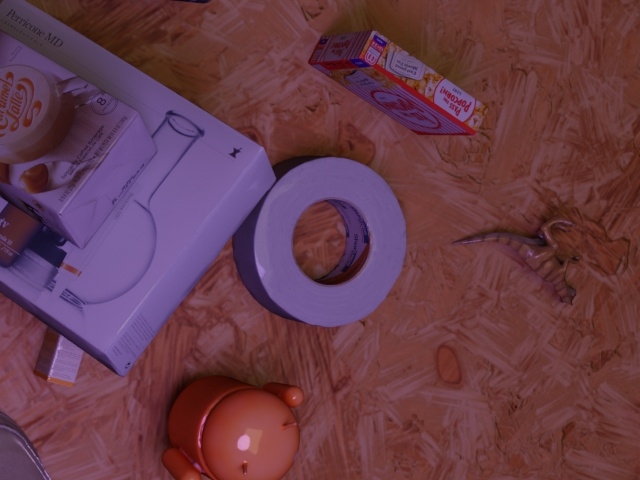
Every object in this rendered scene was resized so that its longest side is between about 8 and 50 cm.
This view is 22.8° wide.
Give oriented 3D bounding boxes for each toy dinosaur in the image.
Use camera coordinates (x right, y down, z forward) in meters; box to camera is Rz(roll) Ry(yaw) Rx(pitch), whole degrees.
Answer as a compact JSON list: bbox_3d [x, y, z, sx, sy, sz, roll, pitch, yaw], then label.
[{"bbox_3d":[0.299,0.015,2.197,0.211,0.064,0.112,35,80,-23],"label":"toy dinosaur"}]

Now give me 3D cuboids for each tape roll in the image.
[{"bbox_3d":[0.000,0.000,2.046,0.219,0.072,0.219,-2,94,-25],"label":"tape roll"}]

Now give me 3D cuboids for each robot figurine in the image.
[{"bbox_3d":[-0.107,0.235,1.929,0.158,0.219,0.128,3,92,-27],"label":"robot figurine"}]

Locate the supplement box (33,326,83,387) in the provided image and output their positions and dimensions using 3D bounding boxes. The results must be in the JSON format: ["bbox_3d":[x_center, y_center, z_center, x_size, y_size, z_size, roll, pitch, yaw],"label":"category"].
[{"bbox_3d":[-0.308,0.122,1.911,0.036,0.062,0.098,18,87,-25],"label":"supplement box"}]

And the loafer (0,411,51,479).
[{"bbox_3d":[-0.351,0.324,1.888,0.102,0.092,0.268,-29,105,-21],"label":"loafer"}]

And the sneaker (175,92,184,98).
[{"bbox_3d":[-0.259,-0.064,1.888,0.300,0.121,0.111,-48,113,-15],"label":"sneaker"}]

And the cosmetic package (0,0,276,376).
[{"bbox_3d":[-0.284,-0.070,1.770,0.377,0.097,0.284,32,74,19],"label":"cosmetic package"}]

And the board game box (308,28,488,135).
[{"bbox_3d":[0.099,-0.200,2.038,0.193,0.147,0.045,31,80,-24],"label":"board game box"}]

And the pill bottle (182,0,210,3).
[{"bbox_3d":[-0.240,-0.354,1.873,0.246,0.130,0.130,2,93,-25],"label":"pill bottle"}]

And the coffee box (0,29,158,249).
[{"bbox_3d":[-0.317,-0.120,1.688,0.246,0.098,0.141,30,75,19],"label":"coffee box"}]
